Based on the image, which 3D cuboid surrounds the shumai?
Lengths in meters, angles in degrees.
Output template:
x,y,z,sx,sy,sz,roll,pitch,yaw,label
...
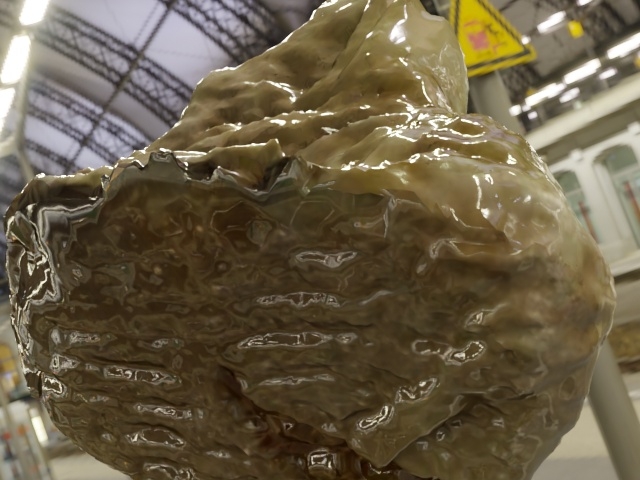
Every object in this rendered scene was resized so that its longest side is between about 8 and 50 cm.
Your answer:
x,y,z,sx,sy,sz,roll,pitch,yaw,label
0.002,-0.001,0.547,0.346,0.217,0.283,-15,20,32,shumai
